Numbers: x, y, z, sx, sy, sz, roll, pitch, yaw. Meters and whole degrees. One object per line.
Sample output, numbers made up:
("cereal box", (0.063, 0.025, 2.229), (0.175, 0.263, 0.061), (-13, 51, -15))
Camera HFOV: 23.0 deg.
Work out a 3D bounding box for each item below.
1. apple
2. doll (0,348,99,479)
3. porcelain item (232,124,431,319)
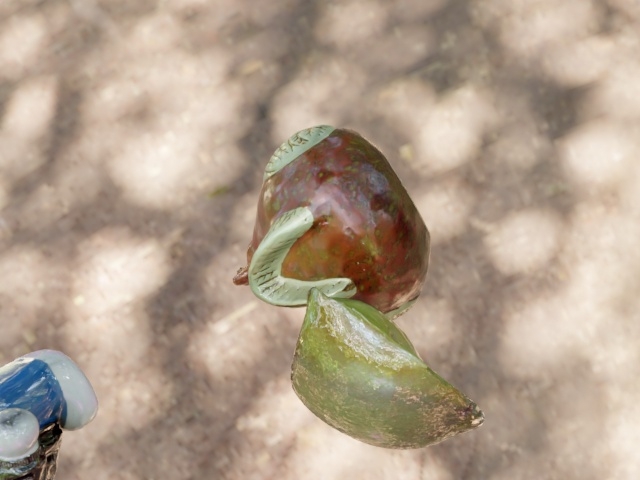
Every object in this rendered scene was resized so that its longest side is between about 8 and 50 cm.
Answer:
("apple", (0.066, 0.152, 1.575), (0.193, 0.265, 0.120), (32, 84, 16))
("doll", (-0.255, 0.266, 1.209), (0.284, 0.310, 0.240), (-7, 18, 40))
("porcelain item", (0.000, 0.000, 1.796), (0.253, 0.253, 0.253), (-17, 39, 14))
